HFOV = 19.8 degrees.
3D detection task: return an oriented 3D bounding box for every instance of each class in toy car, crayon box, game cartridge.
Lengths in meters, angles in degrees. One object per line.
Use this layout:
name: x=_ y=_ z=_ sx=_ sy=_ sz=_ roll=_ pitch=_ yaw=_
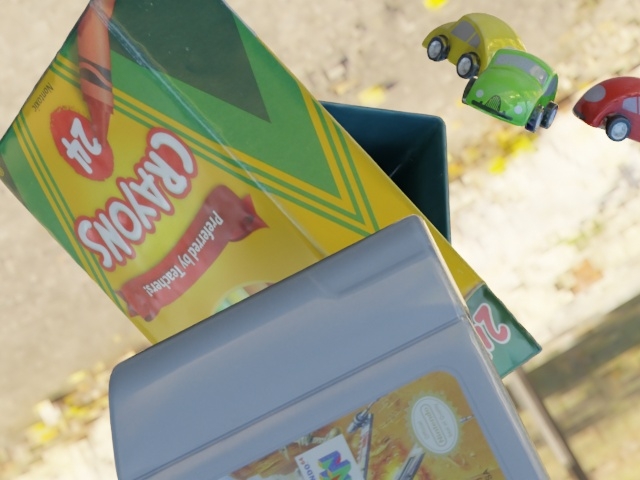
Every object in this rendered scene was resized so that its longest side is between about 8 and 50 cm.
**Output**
toy car: x=0.172 y=-0.125 z=1.445 sx=0.053 sy=0.239 sz=0.225 roll=-70 pitch=164 yaw=15
crayon box: x=-0.041 y=0.005 z=1.103 sx=0.081 sy=0.318 sz=0.202 roll=-43 pitch=179 yaw=-38
game cartridge: x=0.023 y=0.158 z=0.857 sx=0.198 sy=0.297 sz=0.062 roll=-26 pitch=163 yaw=0

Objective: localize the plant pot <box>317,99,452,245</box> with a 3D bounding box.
plant pot: x=0.000 y=0.000 z=1.677 sx=0.166 sy=0.165 sz=0.234 roll=6 pitch=157 yaw=-16
